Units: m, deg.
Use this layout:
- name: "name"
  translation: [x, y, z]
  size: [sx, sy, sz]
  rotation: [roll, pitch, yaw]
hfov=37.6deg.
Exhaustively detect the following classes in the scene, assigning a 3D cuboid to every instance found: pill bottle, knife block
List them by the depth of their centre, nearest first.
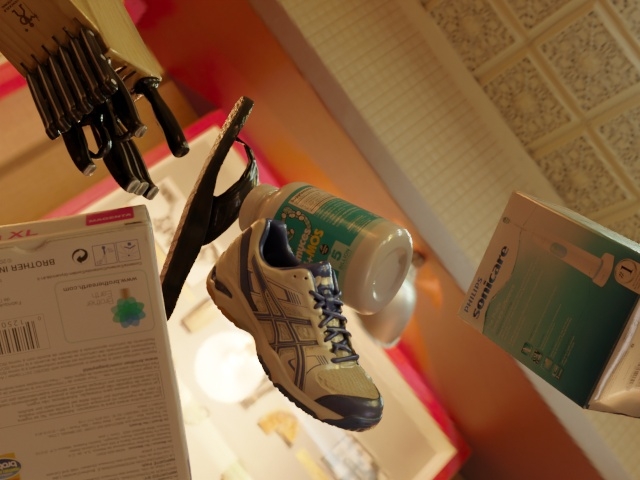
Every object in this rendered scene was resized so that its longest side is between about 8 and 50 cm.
- name: "knife block"
  translation: [-0.222, -0.176, 0.940]
  size: [0.242, 0.088, 0.276]
  rotation: [50, 14, -24]
- name: "pill bottle"
  translation: [0.000, 0.000, 1.459]
  size: [0.264, 0.146, 0.146]
  rotation: [26, -40, 29]

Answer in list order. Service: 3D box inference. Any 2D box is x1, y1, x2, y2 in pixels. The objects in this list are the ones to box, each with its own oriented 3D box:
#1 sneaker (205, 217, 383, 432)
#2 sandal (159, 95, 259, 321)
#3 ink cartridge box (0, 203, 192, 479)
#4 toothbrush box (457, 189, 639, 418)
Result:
- name: "sneaker"
  translation: [-0.019, 0.094, 1.128]
  size: [0.296, 0.112, 0.131]
  rotation: [45, -69, 23]
- name: "sandal"
  translation: [-0.199, -0.052, 1.774]
  size: [0.107, 0.446, 0.167]
  rotation: [21, 2, -13]
- name: "ink cartridge box"
  translation: [-0.213, 0.134, 0.794]
  size: [0.065, 0.185, 0.311]
  rotation: [-122, -155, -68]
- name: "toothbrush box"
  translation: [0.359, 0.083, 1.339]
  size: [0.295, 0.126, 0.216]
  rotation: [36, -72, 54]
